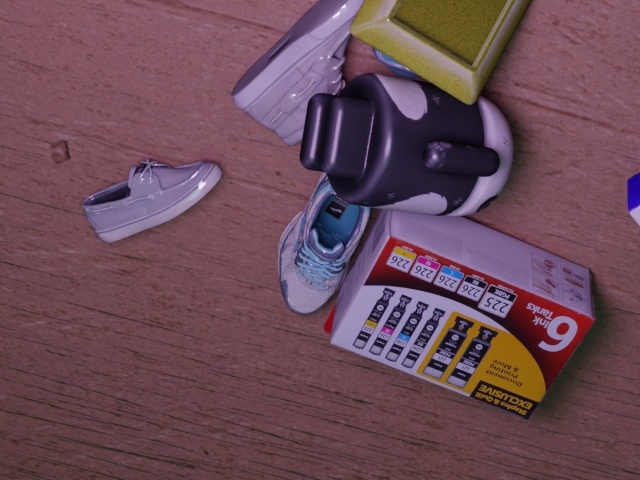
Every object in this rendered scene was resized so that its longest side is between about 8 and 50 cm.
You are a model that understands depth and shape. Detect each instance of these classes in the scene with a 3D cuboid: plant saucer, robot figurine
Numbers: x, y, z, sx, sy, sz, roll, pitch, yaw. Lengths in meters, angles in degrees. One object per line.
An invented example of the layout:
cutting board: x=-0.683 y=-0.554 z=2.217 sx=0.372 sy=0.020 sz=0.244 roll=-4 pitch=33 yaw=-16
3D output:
plant saucer: x=0.162 y=-0.293 z=1.787 sx=0.188 sy=0.045 sz=0.188 roll=30 pitch=86 yaw=-12
robot figurine: x=0.114 y=-0.118 z=1.855 sx=0.278 sy=0.209 sz=0.173 roll=6 pitch=135 yaw=-29

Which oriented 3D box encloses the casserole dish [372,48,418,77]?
casserole dish: x=0.129 y=-0.289 z=1.870 sx=0.114 sy=0.037 sz=0.188 roll=17 pitch=123 yaw=3

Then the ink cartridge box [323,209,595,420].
ink cartridge box: x=0.184 y=0.117 z=2.028 sx=0.309 sy=0.130 sz=0.272 roll=22 pitch=123 yaw=-8

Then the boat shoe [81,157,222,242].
boat shoe: x=-0.247 y=-0.070 z=2.055 sx=0.227 sy=0.079 sz=0.081 roll=-23 pitch=117 yaw=27

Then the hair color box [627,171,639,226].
hair color box: x=0.580 y=0.011 z=1.908 sx=0.185 sy=0.110 sz=0.339 roll=-35 pitch=106 yaw=26

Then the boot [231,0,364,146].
boot: x=0.005 y=-0.229 z=1.910 sx=0.123 sy=0.095 sz=0.258 roll=39 pitch=129 yaw=-18

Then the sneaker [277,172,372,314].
sneaker: x=0.000 y=0.000 z=2.017 sx=0.110 sy=0.122 sz=0.283 roll=21 pitch=122 yaw=-1
